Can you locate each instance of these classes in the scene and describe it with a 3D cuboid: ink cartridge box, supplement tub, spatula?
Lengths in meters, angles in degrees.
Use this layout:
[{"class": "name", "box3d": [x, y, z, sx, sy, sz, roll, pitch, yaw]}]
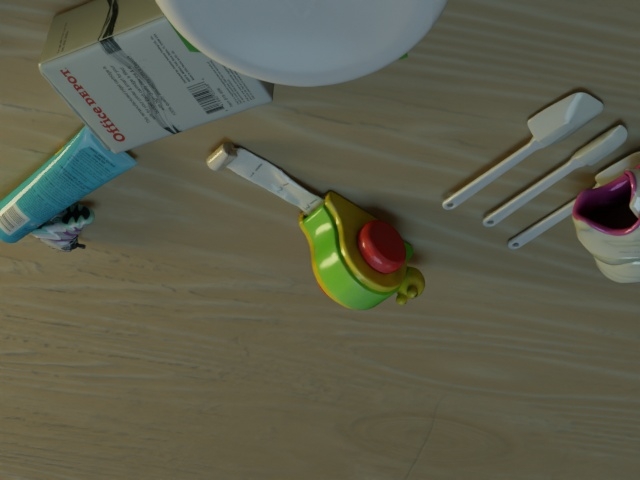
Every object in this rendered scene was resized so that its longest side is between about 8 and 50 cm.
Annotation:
[{"class": "ink cartridge box", "box3d": [-0.173, -0.195, 1.377, 0.208, 0.087, 0.153, -16, 135, 21]}, {"class": "supplement tub", "box3d": [-0.007, -0.315, 1.038, 0.241, 0.331, 0.241, 3, 139, 2]}, {"class": "spatula", "box3d": [0.271, -0.076, 1.528, 0.168, 0.019, 0.242, 27, 135, -31]}]

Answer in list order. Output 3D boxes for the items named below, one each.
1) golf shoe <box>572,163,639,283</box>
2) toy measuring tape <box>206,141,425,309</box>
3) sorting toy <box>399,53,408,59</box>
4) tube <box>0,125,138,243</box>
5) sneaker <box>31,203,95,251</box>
[{"class": "golf shoe", "box3d": [0.431, -0.047, 1.463, 0.306, 0.115, 0.140, -26, 136, 29]}, {"class": "toy measuring tape", "box3d": [0.000, 0.000, 1.566, 0.330, 0.121, 0.121, 30, 133, -26]}, {"class": "sorting toy", "box3d": [0.061, -0.221, 1.382, 0.083, 0.012, 0.062, 16, 138, -12]}, {"class": "tube", "box3d": [-0.324, -0.067, 1.574, 0.207, 0.052, 0.080, -31, 132, 27]}, {"class": "sneaker", "box3d": [-0.317, -0.011, 1.645, 0.098, 0.038, 0.069, -8, 140, 28]}]
